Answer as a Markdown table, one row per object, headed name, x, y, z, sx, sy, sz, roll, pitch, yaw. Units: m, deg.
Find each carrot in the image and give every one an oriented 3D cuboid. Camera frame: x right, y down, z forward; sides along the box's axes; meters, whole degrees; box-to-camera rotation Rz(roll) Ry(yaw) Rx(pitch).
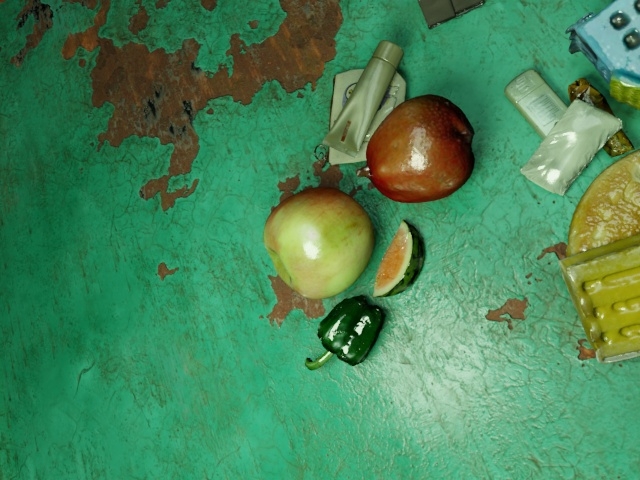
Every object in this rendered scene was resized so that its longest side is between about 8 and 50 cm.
| name | x | y | z | sx | sy | sz | roll | pitch | yaw |
| --- | --- | --- | --- | --- | --- | --- | --- | --- | --- |
| carrot | 0.707 | -0.310 | 1.164 | 0.069 | 0.069 | 0.228 | -28 | 72 | 17 |

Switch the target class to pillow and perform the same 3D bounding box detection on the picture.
| name | x | y | z | sx | sy | sz | roll | pitch | yaw |
| --- | --- | --- | --- | --- | --- | --- | --- | --- | --- |
| pillow | 0.628 | -0.232 | 1.160 | 0.128 | 0.051 | 0.229 | 40 | 118 | 17 |

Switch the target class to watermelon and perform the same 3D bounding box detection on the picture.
| name | x | y | z | sx | sy | sz | roll | pitch | yaw |
| --- | --- | --- | --- | --- | --- | --- | --- | --- | --- |
| watermelon | 0.227 | 0.064 | 1.315 | 0.119 | 0.063 | 0.245 | 24 | 96 | 44 |

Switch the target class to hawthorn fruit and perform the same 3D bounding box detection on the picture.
| name | x | y | z | sx | sy | sz | roll | pitch | yaw |
| --- | --- | --- | --- | --- | --- | --- | --- | --- | --- |
| hawthorn fruit | 0.272 | -0.229 | 1.233 | 0.311 | 0.295 | 0.295 | -45 | 61 | 48 |

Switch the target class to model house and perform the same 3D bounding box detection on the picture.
| name | x | y | z | sx | sy | sz | roll | pitch | yaw |
| --- | --- | --- | --- | --- | --- | --- | --- | --- | --- |
| model house | 0.757 | -0.424 | 1.055 | 0.215 | 0.237 | 0.303 | -37 | 75 | 29 |

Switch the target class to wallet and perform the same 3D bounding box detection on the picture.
| name | x | y | z | sx | sy | sz | roll | pitch | yaw |
| --- | --- | --- | --- | --- | --- | --- | --- | --- | --- |
| wallet | 0.128 | -0.390 | 1.433 | 0.275 | 0.068 | 0.335 | 2 | 80 | 26 |

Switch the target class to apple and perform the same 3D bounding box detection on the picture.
| name | x | y | z | sx | sy | sz | roll | pitch | yaw |
| --- | --- | --- | --- | --- | --- | --- | --- | --- | --- |
| apple | 0.000 | 0.000 | 1.294 | 0.277 | 0.319 | 0.319 | -33 | 66 | -16 |

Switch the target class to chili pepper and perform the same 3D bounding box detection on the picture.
| name | x | y | z | sx | sy | sz | roll | pitch | yaw |
| --- | --- | --- | --- | --- | --- | --- | --- | --- | --- |
| chili pepper | 0.064 | 0.278 | 1.288 | 0.165 | 0.174 | 0.261 | 33 | 94 | 0 |

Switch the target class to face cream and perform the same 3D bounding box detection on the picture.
| name | x | y | z | sx | sy | sz | roll | pitch | yaw |
| --- | --- | --- | --- | --- | --- | --- | --- | --- | --- |
| face cream | 0.134 | -0.420 | 1.366 | 0.137 | 0.084 | 0.341 | 31 | 96 | 31 |

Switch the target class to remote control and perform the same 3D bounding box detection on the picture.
| name | x | y | z | sx | sy | sz | roll | pitch | yaw |
| --- | --- | --- | --- | --- | --- | --- | --- | --- | --- |
| remote control | 0.600 | -0.354 | 1.235 | 0.098 | 0.038 | 0.233 | -36 | 70 | 15 |

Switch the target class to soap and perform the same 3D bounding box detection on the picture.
| name | x | y | z | sx | sy | sz | roll | pitch | yaw |
| --- | --- | --- | --- | --- | --- | --- | --- | --- | --- |
| soap | 0.720 | 0.118 | 1.019 | 0.281 | 0.143 | 0.259 | -20 | 98 | 17 |

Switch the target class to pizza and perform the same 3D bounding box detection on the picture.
| name | x | y | z | sx | sy | sz | roll | pitch | yaw |
| --- | --- | --- | --- | --- | --- | --- | --- | --- | --- |
| pizza | 0.732 | -0.082 | 1.107 | 0.182 | 0.074 | 0.365 | 32 | 91 | 28 |

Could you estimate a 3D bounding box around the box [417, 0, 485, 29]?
| name | x | y | z | sx | sy | sz | roll | pitch | yaw |
| --- | --- | --- | --- | --- | --- | --- | --- | --- | --- |
| box | 0.353 | -0.804 | 1.366 | 0.188 | 0.153 | 0.252 | -18 | 75 | 20 |
